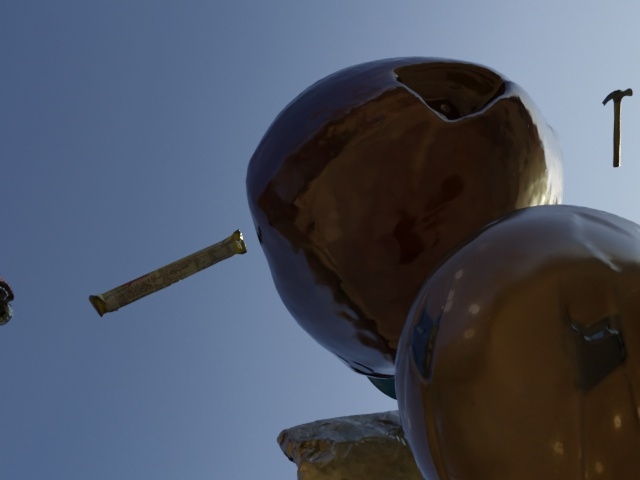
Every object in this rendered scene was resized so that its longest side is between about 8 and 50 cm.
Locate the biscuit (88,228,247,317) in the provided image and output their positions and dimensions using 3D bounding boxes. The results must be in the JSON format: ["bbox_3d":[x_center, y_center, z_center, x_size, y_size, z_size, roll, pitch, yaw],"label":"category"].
[{"bbox_3d":[-0.268,0.060,1.382,0.291,0.026,0.048,-24,-59,-13],"label":"biscuit"}]

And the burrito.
[{"bbox_3d":[0.098,0.388,1.433,0.347,0.175,0.107,0,-53,-13],"label":"burrito"}]

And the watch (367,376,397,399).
[{"bbox_3d":[0.185,0.138,1.428,0.305,0.241,0.275,-32,-93,-44],"label":"watch"}]

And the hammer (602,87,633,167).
[{"bbox_3d":[0.649,-0.243,1.695,0.062,0.017,0.182,-8,-61,3],"label":"hammer"}]

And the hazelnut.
[{"bbox_3d":[0.106,-0.016,0.968,0.402,0.402,0.429,-38,-31,-12],"label":"hazelnut"}]

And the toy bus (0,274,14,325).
[{"bbox_3d":[-0.458,0.096,0.902,0.195,0.089,0.081,-41,-27,-11],"label":"toy bus"}]

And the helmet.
[{"bbox_3d":[0.124,0.091,0.443,0.130,0.198,0.224,-2,-89,-53],"label":"helmet"}]
